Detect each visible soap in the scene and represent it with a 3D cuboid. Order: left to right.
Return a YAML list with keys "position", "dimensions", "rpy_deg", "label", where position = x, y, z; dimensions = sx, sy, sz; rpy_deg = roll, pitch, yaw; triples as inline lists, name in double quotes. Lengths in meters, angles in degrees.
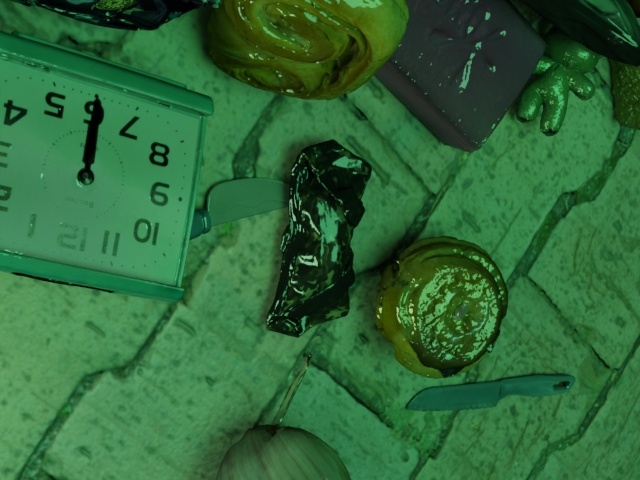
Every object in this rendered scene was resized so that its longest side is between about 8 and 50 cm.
- position: [0.149, -0.255, 1.581]
  dimensions: [0.259, 0.081, 0.181]
  rpy_deg: [42, 78, -35]
  label: "soap"

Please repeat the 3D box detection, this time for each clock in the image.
- position: [-0.255, -0.069, 1.297]
  dimensions: [0.262, 0.116, 0.231]
  rpy_deg: [13, 80, -36]
  label: "clock"

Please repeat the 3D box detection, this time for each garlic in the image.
- position: [-0.010, 0.285, 1.573]
  dimensions: [0.207, 0.207, 0.256]
  rpy_deg: [53, 48, -33]
  label: "garlic"

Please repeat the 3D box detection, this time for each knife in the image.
- position: [-0.118, -0.037, 1.491]
  dimensions: [0.244, 0.032, 0.058]
  rpy_deg: [-22, 107, -34]
  label: "knife"
- position: [0.248, 0.219, 1.829]
  dimensions: [0.313, 0.019, 0.044]
  rpy_deg: [0, 106, -33]
  label: "knife"

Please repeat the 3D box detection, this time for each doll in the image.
- position: [0.316, -0.220, 1.723]
  dimensions: [0.115, 0.077, 0.150]
  rpy_deg: [27, 89, 4]
  label: "doll"

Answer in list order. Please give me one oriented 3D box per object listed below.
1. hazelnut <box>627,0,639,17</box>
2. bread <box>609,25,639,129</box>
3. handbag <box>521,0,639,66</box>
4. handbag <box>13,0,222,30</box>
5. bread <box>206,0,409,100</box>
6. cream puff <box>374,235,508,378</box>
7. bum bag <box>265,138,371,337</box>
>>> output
- position: [0.455, -0.351, 1.773]
  dimensions: [0.086, 0.086, 0.086]
  rpy_deg: [-11, 109, -33]
  label: "hazelnut"
- position: [0.473, -0.239, 1.812]
  dimensions: [0.125, 0.086, 0.156]
  rpy_deg: [-31, 120, -26]
  label: "bread"
- position: [0.289, -0.332, 1.600]
  dimensions: [0.332, 0.191, 0.075]
  rpy_deg: [22, 121, -36]
  label: "handbag"
- position: [-0.212, -0.278, 1.276]
  dimensions: [0.260, 0.162, 0.113]
  rpy_deg: [5, 86, -36]
  label: "handbag"
- position: [-0.013, -0.239, 1.383]
  dimensions: [0.198, 0.236, 0.120]
  rpy_deg: [17, 68, -18]
  label: "bread"
- position: [0.155, 0.084, 1.652]
  dimensions: [0.189, 0.129, 0.189]
  rpy_deg: [-6, 107, -21]
  label: "cream puff"
- position: [0.001, 0.000, 1.556]
  dimensions: [0.102, 0.069, 0.248]
  rpy_deg: [0, 108, -41]
  label: "bum bag"
